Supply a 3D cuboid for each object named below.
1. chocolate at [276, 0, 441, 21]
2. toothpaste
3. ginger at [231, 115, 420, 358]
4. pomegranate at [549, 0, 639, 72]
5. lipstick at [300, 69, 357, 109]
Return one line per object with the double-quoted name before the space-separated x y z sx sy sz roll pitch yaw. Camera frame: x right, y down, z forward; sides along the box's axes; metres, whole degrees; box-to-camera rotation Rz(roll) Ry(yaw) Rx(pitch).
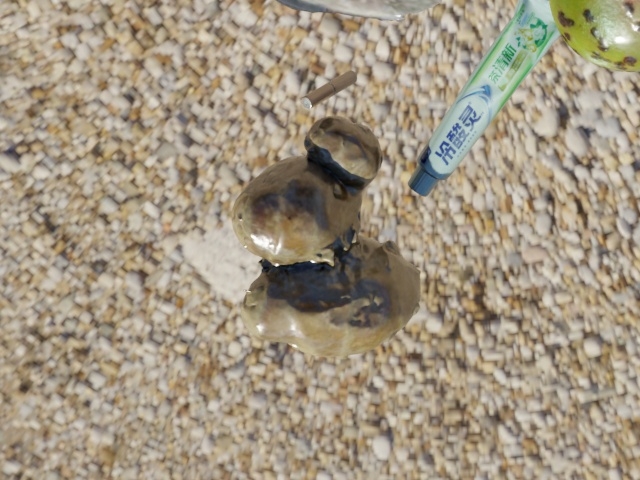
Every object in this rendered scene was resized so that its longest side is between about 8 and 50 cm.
"chocolate" 0.037 -0.389 1.337 0.303 0.213 0.303 12 152 7
"toothpaste" 0.202 -0.177 1.678 0.074 0.048 0.297 30 115 -11
"ginger" 0.000 0.000 1.698 0.244 0.155 0.304 -17 110 -12
"pomegranate" 0.229 -0.208 1.046 0.205 0.159 0.159 14 111 25
"lipstick" 0.011 -0.188 1.673 0.019 0.094 0.019 24 131 32
